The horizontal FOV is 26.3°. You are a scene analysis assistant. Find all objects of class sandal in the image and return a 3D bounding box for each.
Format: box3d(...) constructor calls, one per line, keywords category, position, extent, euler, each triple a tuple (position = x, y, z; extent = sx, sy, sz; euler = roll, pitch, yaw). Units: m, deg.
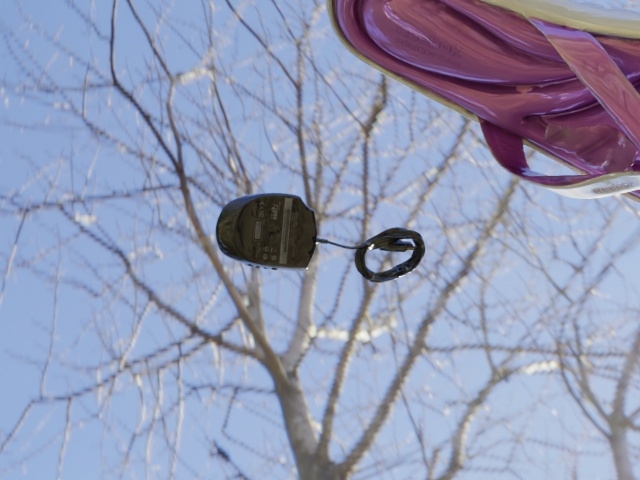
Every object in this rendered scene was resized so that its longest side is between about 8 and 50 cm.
box3d(category="sandal", position=(0.176, -0.093, 0.995), extent=(0.416, 0.102, 0.169), euler=(24, -37, 22))

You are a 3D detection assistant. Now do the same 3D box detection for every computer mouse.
box3d(category="computer mouse", position=(0.000, 0.000, 1.287), extent=(0.242, 0.041, 0.071), euler=(10, -95, -37))
